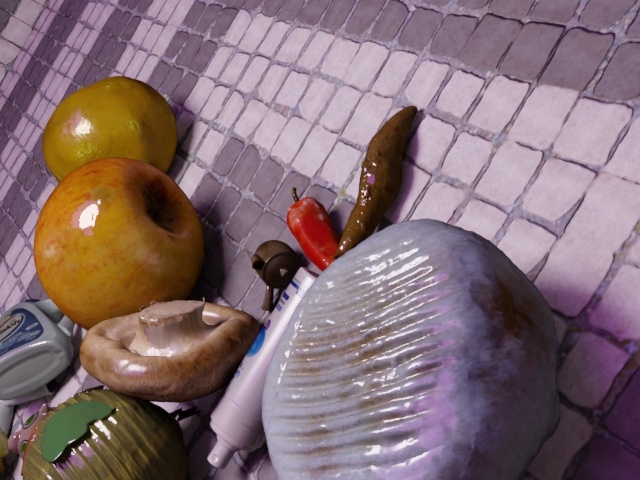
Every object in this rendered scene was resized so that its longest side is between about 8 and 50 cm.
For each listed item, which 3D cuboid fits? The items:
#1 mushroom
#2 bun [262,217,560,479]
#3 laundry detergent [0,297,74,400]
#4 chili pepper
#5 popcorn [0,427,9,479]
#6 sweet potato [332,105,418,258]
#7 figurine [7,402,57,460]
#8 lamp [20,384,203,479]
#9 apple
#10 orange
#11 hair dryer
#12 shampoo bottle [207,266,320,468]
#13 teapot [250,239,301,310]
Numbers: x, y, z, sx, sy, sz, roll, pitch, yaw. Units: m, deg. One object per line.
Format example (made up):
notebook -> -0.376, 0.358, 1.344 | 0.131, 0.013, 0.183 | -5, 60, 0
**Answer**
mushroom -> -0.228, 0.164, 1.282 | 0.278, 0.278, 0.146 | 18, 118, 53
bun -> 0.101, 0.159, 0.918 | 0.362, 0.211, 0.362 | -29, 48, 39
laundry detergent -> -0.604, 0.195, 1.799 | 0.215, 0.105, 0.280 | -29, 28, 7
chili pepper -> 0.000, 0.000, 1.257 | 0.063, 0.071, 0.272 | -52, 40, 18
popcorn -> -0.761, 0.486, 1.732 | 0.286, 0.174, 0.225 | -8, 95, 21
sweet potato -> 0.081, -0.082, 1.220 | 0.067, 0.067, 0.274 | -4, 56, 48
figurine -> -0.499, 0.365, 1.559 | 0.138, 0.125, 0.125 | -24, 50, 37
lamp -> -0.299, 0.326, 1.273 | 0.284, 0.250, 0.250 | -36, 28, -27
apple -> -0.353, 0.015, 1.474 | 0.275, 0.299, 0.299 | -28, 47, 25
orange -> -0.426, -0.202, 1.744 | 0.279, 0.235, 0.279 | -37, 0, 0
hair dryer -> -0.631, 0.338, 1.795 | 0.236, 0.073, 0.131 | -19, 54, 31
shampoo bottle -> -0.069, 0.187, 1.199 | 0.303, 0.092, 0.092 | -58, 37, 4
teapot -> -0.082, 0.054, 1.319 | 0.080, 0.085, 0.110 | 48, 124, 53
